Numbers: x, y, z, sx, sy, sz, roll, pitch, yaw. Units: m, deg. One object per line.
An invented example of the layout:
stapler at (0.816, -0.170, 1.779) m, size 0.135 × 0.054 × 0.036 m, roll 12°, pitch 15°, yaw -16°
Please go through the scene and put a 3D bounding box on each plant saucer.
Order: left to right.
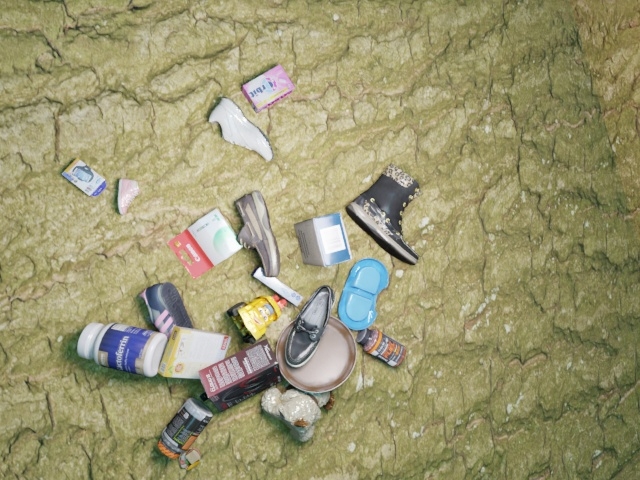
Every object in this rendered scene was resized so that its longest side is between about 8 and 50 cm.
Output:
plant saucer at (-0.015, 0.436, 1.791) m, size 0.311 × 0.050 × 0.310 m, roll -1°, pitch 61°, yaw 1°

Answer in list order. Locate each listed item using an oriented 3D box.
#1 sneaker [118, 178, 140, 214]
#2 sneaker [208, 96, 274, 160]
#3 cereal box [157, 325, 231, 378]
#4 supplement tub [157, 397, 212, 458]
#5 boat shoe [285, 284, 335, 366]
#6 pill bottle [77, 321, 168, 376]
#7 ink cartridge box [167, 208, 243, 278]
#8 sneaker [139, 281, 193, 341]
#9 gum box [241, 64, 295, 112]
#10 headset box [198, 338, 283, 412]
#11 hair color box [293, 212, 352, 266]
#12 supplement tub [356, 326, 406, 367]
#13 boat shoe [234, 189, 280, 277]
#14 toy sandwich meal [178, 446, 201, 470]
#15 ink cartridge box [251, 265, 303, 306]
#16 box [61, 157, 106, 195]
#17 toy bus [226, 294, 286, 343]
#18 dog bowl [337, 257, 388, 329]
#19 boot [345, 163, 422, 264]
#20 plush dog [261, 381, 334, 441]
sneaker at (-0.697, -0.160, 1.683) m, size 0.070 × 0.051 × 0.134 m, roll 1°, pitch 84°, yaw -10°
sneaker at (-0.301, -0.411, 1.785) m, size 0.297 × 0.111 × 0.129 m, roll 45°, pitch 94°, yaw -6°
cereal box at (-0.450, 0.412, 1.672) m, size 0.240 × 0.047 × 0.172 m, roll 26°, pitch 80°, yaw -49°
supplement tub at (-0.495, 0.684, 1.679) m, size 0.117 × 0.117 × 0.190 m, roll 41°, pitch 79°, yaw -10°
boat shoe at (-0.036, 0.316, 1.766) m, size 0.127 × 0.113 × 0.340 m, roll 28°, pitch 65°, yaw 14°
pill bottle at (-0.682, 0.371, 1.595) m, size 0.265 × 0.153 × 0.153 m, roll 11°, pitch 85°, yaw 5°
ink cartridge box at (-0.435, 0.013, 1.749) m, size 0.225 × 0.056 × 0.181 m, roll -36°, pitch 97°, yaw -15°
sneaker at (-0.560, 0.306, 1.696) m, size 0.131 × 0.112 × 0.318 m, roll -10°, pitch 102°, yaw 20°
gum box at (-0.203, -0.600, 1.822) m, size 0.188 × 0.062 × 0.107 m, roll -35°, pitch 97°, yaw -13°
headset box at (-0.297, 0.502, 1.678) m, size 0.294 × 0.218 × 0.110 m, roll -23°, pitch 59°, yaw -15°
hair color box at (0.000, 0.000, 1.711) m, size 0.105 × 0.347 × 0.173 m, roll -14°, pitch 92°, yaw -15°
supplement tub at (0.245, 0.433, 1.890) m, size 0.198 × 0.106 × 0.106 m, roll 31°, pitch 81°, yaw -12°
boat shoe at (-0.242, -0.015, 1.748) m, size 0.130 × 0.132 × 0.355 m, roll -16°, pitch 69°, yaw 0°
toy sandwich meal at (-0.487, 0.817, 1.722) m, size 0.086 × 0.029 × 0.085 m, roll 0°, pitch 88°, yaw -15°
ink cartridge box at (-0.170, 0.177, 1.790) m, size 0.207 × 0.097 × 0.046 m, roll 36°, pitch 80°, yaw -12°
box at (-0.844, -0.222, 1.659) m, size 0.136 × 0.028 × 0.081 m, roll 40°, pitch 79°, yaw -9°
toy bus at (-0.219, 0.271, 1.719) m, size 0.212 × 0.220 × 0.149 m, roll -30°, pitch 91°, yaw -20°
dog bowl at (0.166, 0.216, 1.892) m, size 0.166 × 0.074 × 0.297 m, roll 22°, pitch 82°, yaw -13°
boot at (0.323, -0.106, 1.916) m, size 0.377 × 0.138 × 0.284 m, roll 41°, pitch 79°, yaw -5°
plush dog at (-0.060, 0.617, 1.777) m, size 0.262 × 0.211 × 0.225 m, roll 44°, pitch 55°, yaw -9°
